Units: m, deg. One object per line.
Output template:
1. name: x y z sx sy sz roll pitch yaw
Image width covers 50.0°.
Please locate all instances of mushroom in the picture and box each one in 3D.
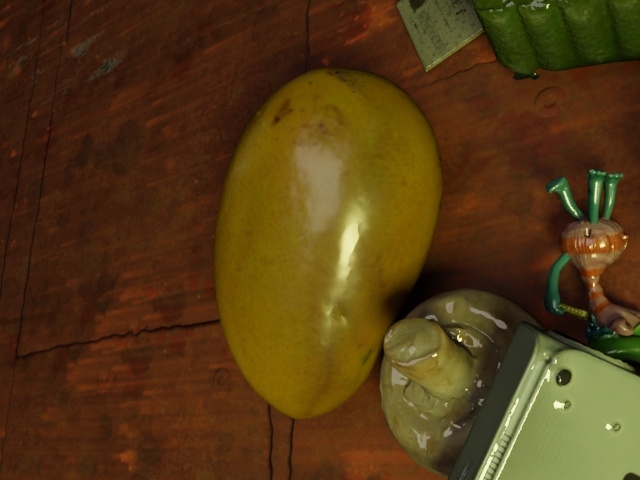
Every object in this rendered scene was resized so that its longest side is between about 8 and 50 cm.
1. mushroom: 0.143 0.143 0.727 0.207 0.215 0.207 -17 57 29

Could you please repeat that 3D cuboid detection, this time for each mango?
1. mango: 0.000 0.000 0.882 0.300 0.232 0.446 9 89 35

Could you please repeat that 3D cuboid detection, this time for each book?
1. book: 0.206 -0.342 0.957 0.198 0.016 0.139 -32 59 27

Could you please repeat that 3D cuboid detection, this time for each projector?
1. projector: 0.257 0.211 0.604 0.250 0.108 0.198 25 92 0

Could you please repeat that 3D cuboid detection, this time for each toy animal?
1. toy animal: 0.284 0.030 0.723 0.103 0.100 0.208 -5 83 -2

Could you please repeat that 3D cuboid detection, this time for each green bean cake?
1. green bean cake: 0.313 -0.327 0.770 0.249 0.156 0.247 1 74 30
